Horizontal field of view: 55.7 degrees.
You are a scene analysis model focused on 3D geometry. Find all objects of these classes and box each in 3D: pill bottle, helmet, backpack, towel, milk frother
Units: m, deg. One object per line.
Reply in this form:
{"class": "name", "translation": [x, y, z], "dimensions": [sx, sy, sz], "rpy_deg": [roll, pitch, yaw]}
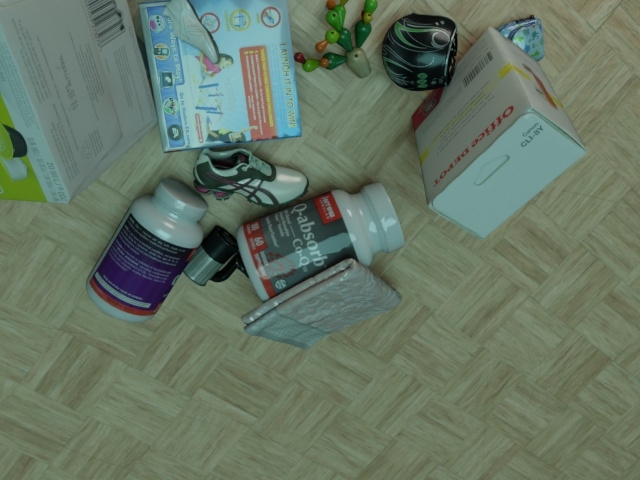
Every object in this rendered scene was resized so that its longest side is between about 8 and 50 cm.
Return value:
{"class": "pill bottle", "translation": [-0.396, 0.022, 1.414], "dimensions": [0.182, 0.181, 0.322], "rpy_deg": [30, 105, -20]}
{"class": "helmet", "translation": [0.214, -0.414, 1.335], "dimensions": [0.162, 0.169, 0.169], "rpy_deg": [13, 113, 18]}
{"class": "backpack", "translation": [0.457, -0.457, 1.405], "dimensions": [0.115, 0.084, 0.104], "rpy_deg": [-14, 112, -1]}
{"class": "towel", "translation": [0.014, 0.170, 1.490], "dimensions": [0.317, 0.053, 0.332], "rpy_deg": [-29, 153, 14]}
{"class": "milk frother", "translation": [-0.250, 0.063, 1.478], "dimensions": [0.129, 0.143, 0.134], "rpy_deg": [39, 102, -26]}
{"class": "pill bottle", "translation": [0.000, 0.000, 1.455], "dimensions": [0.363, 0.210, 0.210], "rpy_deg": [-21, 114, 0]}

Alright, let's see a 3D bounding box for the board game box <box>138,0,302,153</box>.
{"class": "board game box", "translation": [-0.209, -0.361, 1.308], "dimensions": [0.302, 0.086, 0.307], "rpy_deg": [-7, 104, -7]}

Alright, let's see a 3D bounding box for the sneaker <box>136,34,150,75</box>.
{"class": "sneaker", "translation": [-0.450, -0.425, 1.283], "dimensions": [0.094, 0.080, 0.212], "rpy_deg": [-32, 108, 18]}

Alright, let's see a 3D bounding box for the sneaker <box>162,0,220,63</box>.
{"class": "sneaker", "translation": [-0.257, -0.416, 1.220], "dimensions": [0.061, 0.053, 0.152], "rpy_deg": [-33, 98, 6]}

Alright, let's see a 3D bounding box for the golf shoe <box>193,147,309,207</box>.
{"class": "golf shoe", "translation": [-0.155, -0.148, 1.402], "dimensions": [0.273, 0.105, 0.120], "rpy_deg": [3, 148, -12]}

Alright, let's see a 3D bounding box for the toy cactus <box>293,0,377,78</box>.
{"class": "toy cactus", "translation": [0.051, -0.433, 1.347], "dimensions": [0.219, 0.112, 0.180], "rpy_deg": [-51, 136, -7]}

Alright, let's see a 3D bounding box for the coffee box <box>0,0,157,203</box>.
{"class": "coffee box", "translation": [-0.551, -0.298, 1.084], "dimensions": [0.335, 0.338, 0.337], "rpy_deg": [5, 127, 14]}

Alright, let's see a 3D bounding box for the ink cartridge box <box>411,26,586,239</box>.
{"class": "ink cartridge box", "translation": [0.352, -0.231, 1.283], "dimensions": [0.161, 0.384, 0.279], "rpy_deg": [29, 126, -20]}
